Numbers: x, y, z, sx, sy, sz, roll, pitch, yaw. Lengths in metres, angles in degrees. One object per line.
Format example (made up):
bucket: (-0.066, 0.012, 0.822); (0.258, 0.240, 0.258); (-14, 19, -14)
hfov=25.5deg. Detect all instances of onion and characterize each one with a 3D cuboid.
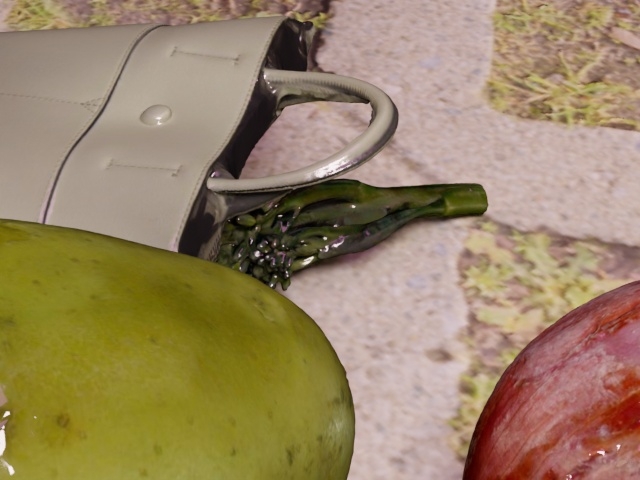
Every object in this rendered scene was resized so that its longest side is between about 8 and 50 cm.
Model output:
onion: (0.124, 0.107, 0.585); (0.195, 0.159, 0.159); (-31, 39, 9)

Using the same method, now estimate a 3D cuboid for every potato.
potato: (-0.132, 0.093, 0.532); (0.304, 0.216, 0.216); (7, 28, -38)

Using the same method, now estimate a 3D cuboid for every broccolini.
broccolini: (0.001, -0.020, 0.799); (0.203, 0.068, 0.091); (-20, 23, -24)

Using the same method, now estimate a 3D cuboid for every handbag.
handbag: (-0.107, -0.036, 0.752); (0.315, 0.109, 0.241); (1, 41, 17)
